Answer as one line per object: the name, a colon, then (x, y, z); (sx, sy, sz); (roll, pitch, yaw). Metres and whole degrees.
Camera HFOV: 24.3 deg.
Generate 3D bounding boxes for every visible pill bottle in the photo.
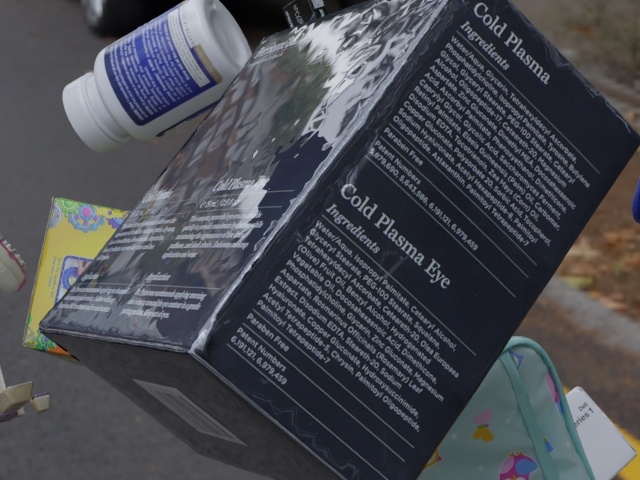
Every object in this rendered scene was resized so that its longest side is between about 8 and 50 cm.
pill bottle: (-0.172, -0.170, 1.559); (0.186, 0.112, 0.112); (-27, 11, 18)

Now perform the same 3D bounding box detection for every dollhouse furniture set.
dollhouse furniture set: (-0.353, 0.158, 1.734); (0.091, 0.081, 0.114); (-11, -14, -32)

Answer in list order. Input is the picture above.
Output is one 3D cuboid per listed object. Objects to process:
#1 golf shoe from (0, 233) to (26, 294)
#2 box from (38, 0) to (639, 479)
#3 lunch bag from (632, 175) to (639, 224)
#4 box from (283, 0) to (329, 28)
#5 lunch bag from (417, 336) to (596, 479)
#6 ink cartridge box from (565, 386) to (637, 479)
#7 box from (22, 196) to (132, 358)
golf shoe: (-0.503, 0.004, 1.929); (0.115, 0.306, 0.140); (32, 79, 38)
box: (0.000, 0.000, 1.065); (0.312, 0.179, 0.343); (-54, 20, -16)
lunch bag: (0.478, -0.015, 1.599); (0.239, 0.385, 0.328); (-13, -5, 22)
box: (-0.008, -0.236, 1.680); (0.018, 0.083, 0.067); (-21, 2, -27)
lunch bag: (0.141, 0.224, 1.325); (0.224, 0.279, 0.108); (-29, 17, -23)
ink cartridge box: (0.254, 0.327, 1.902); (0.201, 0.278, 0.117); (-36, 78, -26)
box: (-0.170, 0.078, 1.760); (0.279, 0.177, 0.290); (10, -8, 5)
